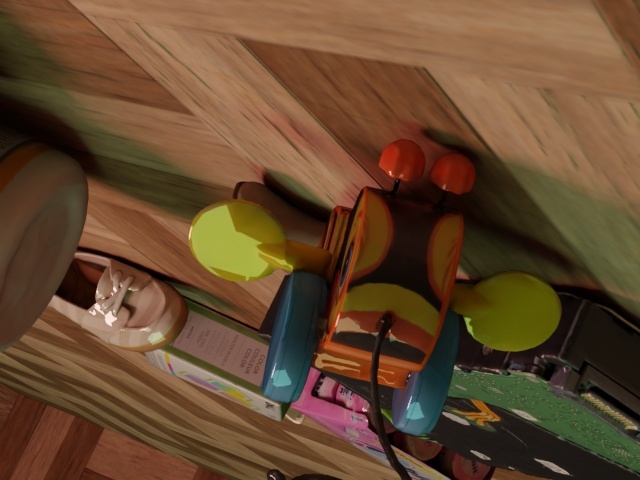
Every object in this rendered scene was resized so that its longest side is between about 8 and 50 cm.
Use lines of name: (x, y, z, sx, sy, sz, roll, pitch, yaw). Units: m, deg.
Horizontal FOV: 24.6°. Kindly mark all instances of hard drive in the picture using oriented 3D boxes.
hard drive: (0.136, 0.103, 1.013, 0.237, 0.064, 0.339, 32, 165, -28)

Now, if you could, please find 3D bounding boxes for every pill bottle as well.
pill bottle: (-0.322, -0.041, 1.062, 0.278, 0.162, 0.162, 25, 166, 10)

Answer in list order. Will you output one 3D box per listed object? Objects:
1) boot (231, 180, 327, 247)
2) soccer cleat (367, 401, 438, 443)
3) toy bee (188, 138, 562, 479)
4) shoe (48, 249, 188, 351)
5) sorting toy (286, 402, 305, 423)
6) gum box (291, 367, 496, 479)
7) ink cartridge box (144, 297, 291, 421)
boot: (0.000, 0.000, 0.930, 0.087, 0.042, 0.118, 13, 164, 21)
soccer cleat: (0.084, 0.141, 1.258, 0.179, 0.060, 0.072, 32, 166, -38)
toy bee: (0.044, 0.025, 0.768, 0.195, 0.162, 0.298, 10, -166, -26)
shoe: (-0.216, 0.052, 1.411, 0.219, 0.077, 0.058, 16, 169, 41)
sorting toy: (-0.054, 0.155, 1.592, 0.075, 0.045, 0.083, 26, 169, 31)
gum box: (0.071, 0.172, 1.380, 0.107, 0.062, 0.188, 9, 159, 49)
ink cartridge box: (-0.072, 0.129, 1.472, 0.209, 0.062, 0.109, 24, 166, 5)
